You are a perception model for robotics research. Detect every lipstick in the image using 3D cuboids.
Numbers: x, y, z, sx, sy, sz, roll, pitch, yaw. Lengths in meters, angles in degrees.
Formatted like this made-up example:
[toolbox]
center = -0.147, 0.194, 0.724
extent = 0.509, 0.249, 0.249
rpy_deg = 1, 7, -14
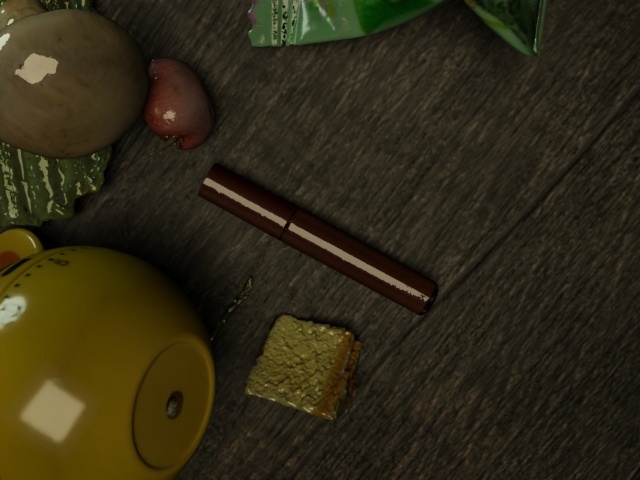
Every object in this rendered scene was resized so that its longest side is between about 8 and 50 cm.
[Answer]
[lipstick]
center = 0.000, 0.000, 0.988
extent = 0.356, 0.057, 0.057
rpy_deg = 28, 101, -5

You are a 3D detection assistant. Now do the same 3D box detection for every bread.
[bread]
center = -0.020, 0.184, 0.985
extent = 0.147, 0.152, 0.127
rpy_deg = 13, 101, 8

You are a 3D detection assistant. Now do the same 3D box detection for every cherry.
[cherry]
center = -0.187, -0.176, 0.931
extent = 0.086, 0.106, 0.126
rpy_deg = -4, 101, 7

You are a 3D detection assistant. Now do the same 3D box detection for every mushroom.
[mushroom]
center = -0.304, -0.198, 0.855
extent = 0.206, 0.209, 0.206
rpy_deg = -2, 142, -1

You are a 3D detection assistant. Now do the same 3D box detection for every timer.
[timer]
center = -0.337, 0.175, 0.906
extent = 0.386, 0.376, 0.376
rpy_deg = 4, 103, 28

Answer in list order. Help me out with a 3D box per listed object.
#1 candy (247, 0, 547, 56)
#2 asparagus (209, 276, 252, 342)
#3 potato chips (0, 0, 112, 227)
[candy]
center = 0.093, -0.360, 0.863
extent = 0.397, 0.172, 0.263
rpy_deg = 6, 98, 13
[asparagus]
center = -0.142, 0.120, 1.038
extent = 0.016, 0.016, 0.163
rpy_deg = 34, 99, -15
[potato chips]
center = -0.462, -0.219, 0.951
extent = 0.358, 0.070, 0.429
rpy_deg = -9, 103, 0
